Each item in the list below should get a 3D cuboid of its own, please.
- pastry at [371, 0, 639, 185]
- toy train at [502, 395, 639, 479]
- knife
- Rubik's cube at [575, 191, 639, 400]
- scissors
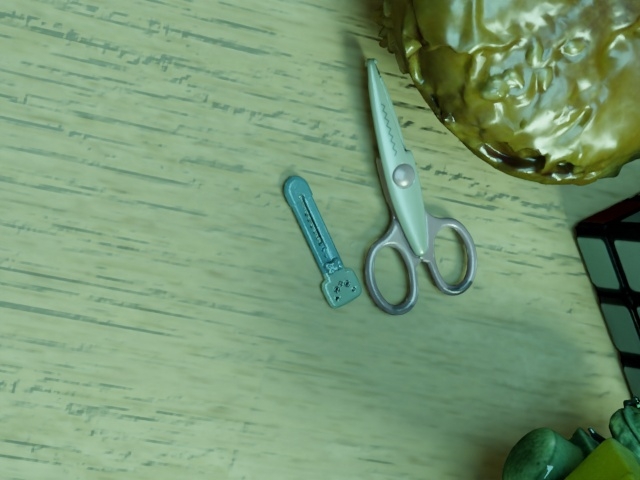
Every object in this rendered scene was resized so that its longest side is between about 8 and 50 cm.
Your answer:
[{"bbox_3d":[0.179,-0.188,1.267,0.311,0.162,0.255,-43,117,-6],"label":"pastry"},{"bbox_3d":[0.278,0.264,1.262,0.369,0.237,0.150,37,103,-19],"label":"toy train"},{"bbox_3d":[0.000,0.000,1.276,0.027,0.010,0.096,-29,102,-20],"label":"knife"},{"bbox_3d":[0.302,0.032,1.323,0.162,0.163,0.161,-24,100,-19],"label":"Rubik's cube"},{"bbox_3d":[0.055,-0.039,1.292,0.085,0.022,0.176,-18,101,-19],"label":"scissors"}]
